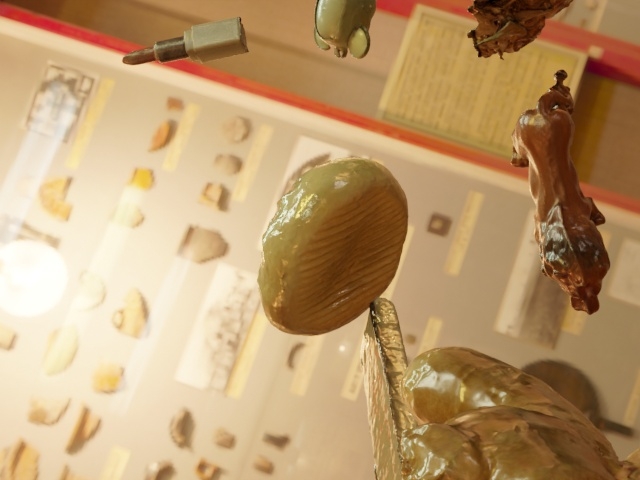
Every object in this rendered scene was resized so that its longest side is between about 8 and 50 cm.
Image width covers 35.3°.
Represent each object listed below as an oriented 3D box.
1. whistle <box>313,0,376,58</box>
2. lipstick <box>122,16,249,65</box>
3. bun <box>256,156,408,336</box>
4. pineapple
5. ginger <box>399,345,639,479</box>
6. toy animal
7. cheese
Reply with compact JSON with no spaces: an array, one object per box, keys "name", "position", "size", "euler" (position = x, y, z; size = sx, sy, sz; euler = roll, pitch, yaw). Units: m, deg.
[{"name":"whistle","position":[0.037,-0.347,1.261],"size":[0.077,0.114,0.235],"euler":[-9,-68,-35]},{"name":"lipstick","position":[-0.115,-0.162,0.845],"size":[0.025,0.107,0.025],"euler":[55,-154,-70]},{"name":"bun","position":[0.000,0.000,1.164],"size":[0.222,0.127,0.222],"euler":[-25,-46,-30]},{"name":"pineapple","position":[0.254,-0.308,1.239],"size":[0.334,0.161,0.158],"euler":[-31,-63,-79]},{"name":"ginger","position":[0.078,0.090,0.428],"size":[0.214,0.133,0.058],"euler":[31,114,60]},{"name":"toy animal","position":[0.286,-0.064,1.198],"size":[0.157,0.097,0.312],"euler":[25,-127,-78]},{"name":"cheese","position":[0.074,0.209,0.902],"size":[0.400,0.034,0.085],"euler":[-97,14,-53]}]
